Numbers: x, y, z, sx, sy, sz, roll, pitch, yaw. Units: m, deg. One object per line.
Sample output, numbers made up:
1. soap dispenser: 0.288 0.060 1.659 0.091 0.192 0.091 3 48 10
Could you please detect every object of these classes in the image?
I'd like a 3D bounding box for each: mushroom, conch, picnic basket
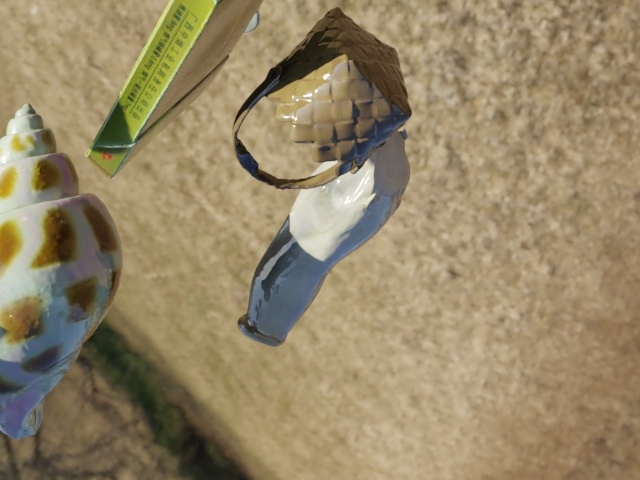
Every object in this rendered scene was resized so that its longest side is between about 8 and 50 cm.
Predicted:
1. mushroom: -0.002 -0.001 1.621 0.097 0.351 0.109 -1 -132 -47
2. conch: -0.355 0.036 1.533 0.197 0.368 0.249 32 152 -34
3. picnic basket: -0.005 -0.117 1.233 0.178 0.138 0.128 -40 119 22

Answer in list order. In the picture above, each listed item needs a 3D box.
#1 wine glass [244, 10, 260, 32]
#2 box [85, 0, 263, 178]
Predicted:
1. wine glass: -0.081 -0.403 1.741 0.126 0.241 0.126 24 156 12
2. box: -0.120 -0.192 1.241 0.043 0.173 0.311 41 142 -1
